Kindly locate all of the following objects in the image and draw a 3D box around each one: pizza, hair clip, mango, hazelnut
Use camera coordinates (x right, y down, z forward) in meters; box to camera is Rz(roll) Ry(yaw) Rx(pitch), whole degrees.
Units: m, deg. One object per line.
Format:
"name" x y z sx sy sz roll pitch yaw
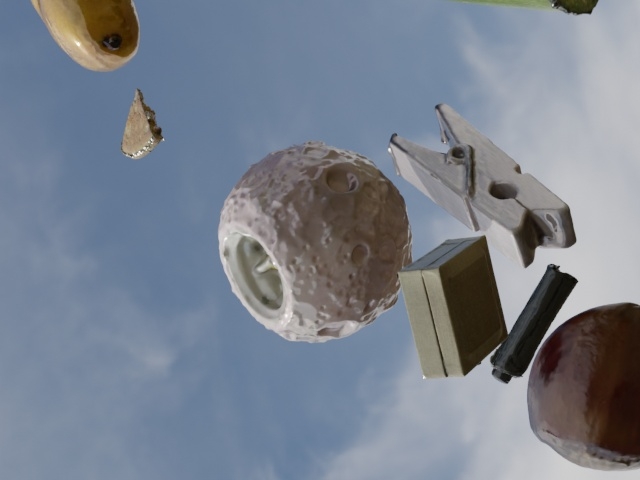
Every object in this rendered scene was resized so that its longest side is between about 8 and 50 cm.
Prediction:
"pizza" -0.192 -0.129 1.419 0.025 0.083 0.078 7 -99 -33
"hair clip" 0.204 -0.071 1.661 0.101 0.331 0.085 -26 -54 -13
"mango" -0.300 -0.297 1.650 0.109 0.262 0.157 -34 -57 -8
"hazelnut" 0.352 0.170 1.554 0.208 0.208 0.208 18 -111 -58

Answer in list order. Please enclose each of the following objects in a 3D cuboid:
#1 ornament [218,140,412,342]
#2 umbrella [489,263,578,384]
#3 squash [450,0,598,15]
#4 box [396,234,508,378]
"ornament" 0.000 0.000 1.663 0.225 0.259 0.259 -30 -67 -29
"umbrella" 0.215 0.086 1.304 0.031 0.036 0.133 32 -92 -38
"squash" 0.151 -0.403 1.389 0.310 0.308 0.310 -22 -63 -52
"box" 0.094 0.047 0.892 0.079 0.035 0.083 -28 -72 -54
